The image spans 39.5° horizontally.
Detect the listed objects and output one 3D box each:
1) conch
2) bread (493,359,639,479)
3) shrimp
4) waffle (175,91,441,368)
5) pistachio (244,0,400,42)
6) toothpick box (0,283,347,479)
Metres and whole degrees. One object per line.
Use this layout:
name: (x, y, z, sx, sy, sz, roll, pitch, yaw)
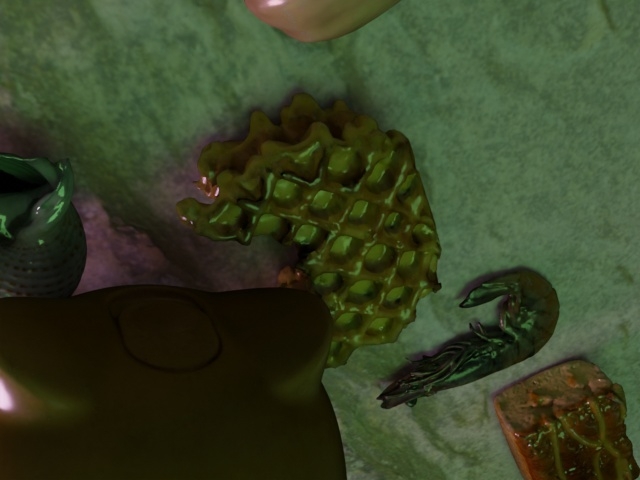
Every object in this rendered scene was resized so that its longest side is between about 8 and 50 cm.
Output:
conch: (-0.319, -0.011, 0.912, 0.172, 0.131, 0.199, 23, 97, -23)
bread: (0.400, 0.323, 1.427, 0.185, 0.114, 0.274, -26, 132, 1)
shrimp: (0.205, 0.139, 1.261, 0.296, 0.058, 0.169, -24, 122, -6)
waffle: (0.000, 0.000, 1.023, 0.261, 0.151, 0.324, -20, 131, 0)
pistachio: (0.047, -0.313, 0.764, 0.318, 0.214, 0.193, -45, 126, 0)
toothpick box: (-0.174, 0.252, 0.890, 0.409, 0.409, 0.425, 1, 114, -20)
